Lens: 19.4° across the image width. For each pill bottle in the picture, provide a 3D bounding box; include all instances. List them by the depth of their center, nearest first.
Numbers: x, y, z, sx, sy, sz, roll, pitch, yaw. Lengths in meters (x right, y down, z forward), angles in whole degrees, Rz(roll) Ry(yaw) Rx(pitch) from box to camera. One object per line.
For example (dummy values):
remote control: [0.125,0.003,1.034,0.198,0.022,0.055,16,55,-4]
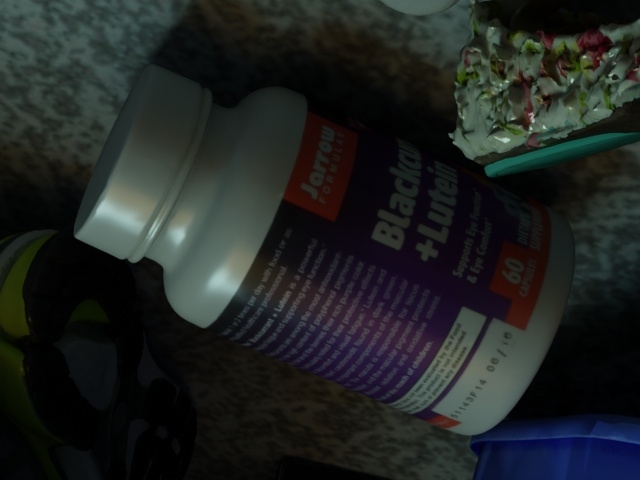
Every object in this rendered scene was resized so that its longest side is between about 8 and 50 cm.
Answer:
pill bottle: [0.000,0.000,0.791,0.194,0.108,0.108,23,143,-13]

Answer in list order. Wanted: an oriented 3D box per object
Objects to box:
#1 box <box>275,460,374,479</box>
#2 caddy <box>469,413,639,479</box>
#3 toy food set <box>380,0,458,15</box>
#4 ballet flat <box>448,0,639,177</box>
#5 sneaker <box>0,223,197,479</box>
box: [0.017,0.339,1.086,0.183,0.294,0.296,13,145,1]
caddy: [0.189,0.161,0.854,0.241,0.179,0.341,24,168,-11]
toy food set: [0.008,-0.142,0.597,0.111,0.104,0.232,-6,140,25]
ballet flat: [0.125,-0.073,0.636,0.091,0.077,0.241,-8,179,-38]
sneaker: [-0.148,0.084,0.980,0.121,0.111,0.300,17,144,21]
